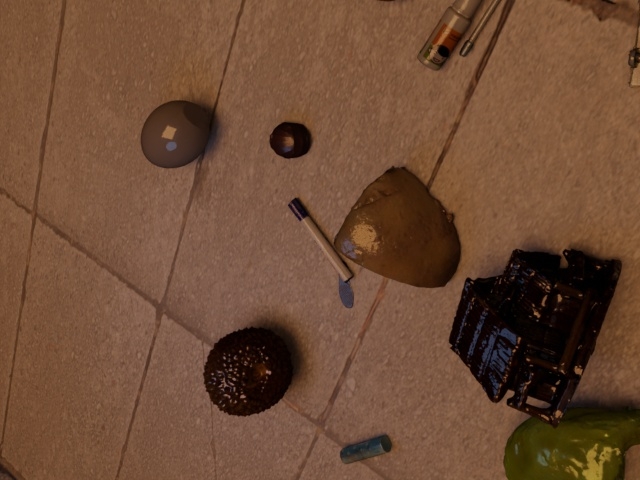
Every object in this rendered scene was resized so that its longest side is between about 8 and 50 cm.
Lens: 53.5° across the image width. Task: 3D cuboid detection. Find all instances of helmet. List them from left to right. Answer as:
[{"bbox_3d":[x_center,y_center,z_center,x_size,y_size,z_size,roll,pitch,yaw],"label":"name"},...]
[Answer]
[{"bbox_3d":[-0.091,-0.261,1.673,0.123,0.070,0.098,3,106,30],"label":"helmet"}]

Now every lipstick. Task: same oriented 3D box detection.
[{"bbox_3d":[0.126,0.596,1.803,0.158,0.048,0.048,-30,87,35],"label":"lipstick"}]

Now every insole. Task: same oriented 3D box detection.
[{"bbox_3d":[0.067,0.120,1.727,0.045,0.002,0.134,0,104,31],"label":"insole"}]

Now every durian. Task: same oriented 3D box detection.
[{"bbox_3d":[0.557,0.491,1.417,0.340,0.204,0.255,-5,113,34],"label":"durian"}]

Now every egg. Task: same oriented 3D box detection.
[{"bbox_3d":[-0.415,-0.295,1.801,0.232,0.176,0.176,-35,84,43],"label":"egg"}]

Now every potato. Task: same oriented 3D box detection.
[{"bbox_3d":[0.204,-0.014,1.489,0.264,0.189,0.211,37,120,17],"label":"potato"}]

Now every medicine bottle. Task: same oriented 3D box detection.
[{"bbox_3d":[0.306,-0.469,1.378,0.092,0.061,0.220,29,120,-6],"label":"medicine bottle"}]

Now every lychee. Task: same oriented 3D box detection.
[{"bbox_3d":[-0.216,0.375,1.840,0.268,0.267,0.267,10,109,29],"label":"lychee"}]

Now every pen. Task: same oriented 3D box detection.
[{"bbox_3d":[-0.001,0.000,1.714,0.033,0.033,0.269,-41,81,33],"label":"pen"}]

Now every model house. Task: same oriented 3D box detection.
[{"bbox_3d":[0.429,0.162,1.340,0.283,0.297,0.317,23,117,18],"label":"model house"}]

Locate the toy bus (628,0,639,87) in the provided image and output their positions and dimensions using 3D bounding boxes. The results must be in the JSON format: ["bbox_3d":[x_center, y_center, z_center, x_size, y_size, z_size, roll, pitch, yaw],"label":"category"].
[{"bbox_3d":[0.628,-0.399,1.185,0.081,0.074,0.226,8,108,29],"label":"toy bus"}]
